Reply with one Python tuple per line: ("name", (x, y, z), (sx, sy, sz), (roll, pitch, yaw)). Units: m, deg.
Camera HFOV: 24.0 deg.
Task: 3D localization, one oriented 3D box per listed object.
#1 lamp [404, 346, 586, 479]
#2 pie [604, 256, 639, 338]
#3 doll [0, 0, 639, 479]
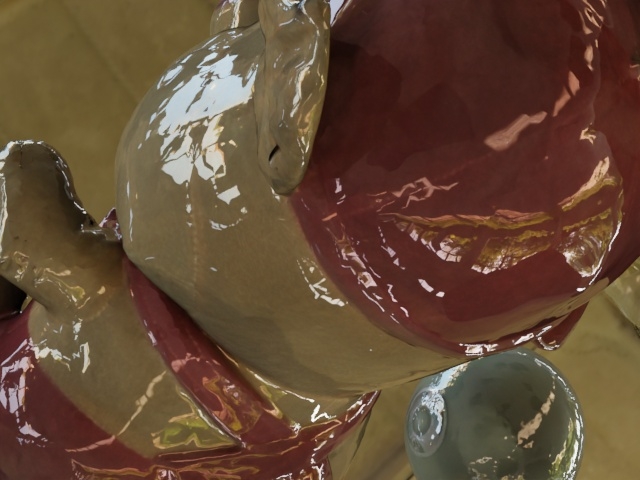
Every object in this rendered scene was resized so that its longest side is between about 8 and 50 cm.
("lamp", (0.097, 0.108, 0.849), (0.105, 0.105, 0.105), (11, -124, -18))
("pie", (0.165, -0.031, 0.496), (0.055, 0.274, 0.274), (-37, -101, -29))
("doll", (-0.002, -0.003, 0.464), (0.152, 0.256, 0.196), (52, -147, 2))
